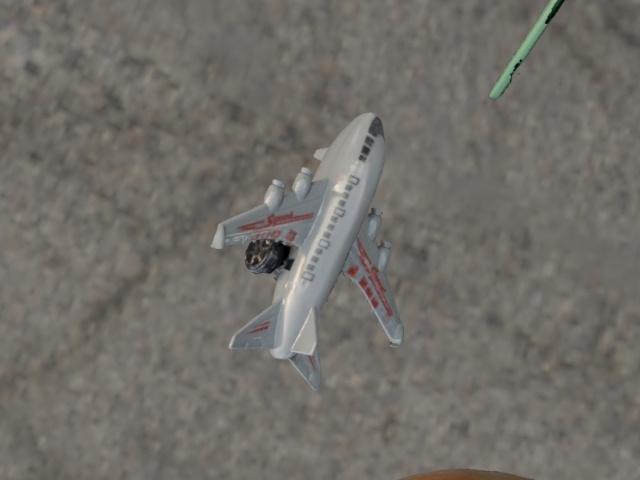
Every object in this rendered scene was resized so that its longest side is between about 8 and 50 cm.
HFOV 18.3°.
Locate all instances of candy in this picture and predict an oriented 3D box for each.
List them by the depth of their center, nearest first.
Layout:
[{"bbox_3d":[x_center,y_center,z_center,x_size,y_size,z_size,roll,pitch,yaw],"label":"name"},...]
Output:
[{"bbox_3d":[0.121,-0.128,0.958,0.049,0.055,0.185,30,137,-2],"label":"candy"}]

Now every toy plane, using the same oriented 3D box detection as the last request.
[{"bbox_3d":[0.000,0.000,1.233,0.162,0.171,0.065,29,159,-38],"label":"toy plane"}]

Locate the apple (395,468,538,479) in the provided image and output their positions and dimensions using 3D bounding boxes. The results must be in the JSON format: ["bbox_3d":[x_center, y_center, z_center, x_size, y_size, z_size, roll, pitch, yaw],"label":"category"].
[{"bbox_3d":[0.115,0.289,1.405,0.301,0.301,0.301,11,138,10],"label":"apple"}]
